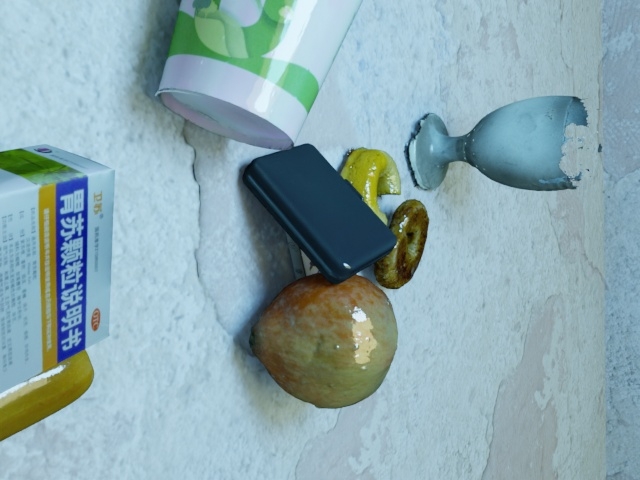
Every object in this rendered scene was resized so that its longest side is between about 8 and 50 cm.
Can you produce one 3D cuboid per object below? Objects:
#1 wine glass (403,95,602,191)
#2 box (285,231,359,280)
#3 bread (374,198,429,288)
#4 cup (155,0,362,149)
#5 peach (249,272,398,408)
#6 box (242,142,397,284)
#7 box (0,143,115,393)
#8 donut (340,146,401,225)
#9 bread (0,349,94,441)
[{"bbox_3d":[0.366,-0.189,1.329,0.190,0.357,0.191,-4,95,-54],"label":"wine glass"},{"bbox_3d":[0.000,0.000,1.125,0.129,0.033,0.247,-29,115,-39],"label":"box"},{"bbox_3d":[0.156,0.007,1.282,0.193,0.064,0.193,-46,145,-45],"label":"bread"},{"bbox_3d":[-0.081,-0.277,0.861,0.253,0.253,0.274,26,81,-50],"label":"cup"},{"bbox_3d":[0.001,0.154,1.010,0.232,0.232,0.233,-6,98,-52],"label":"peach"},{"bbox_3d":[0.000,-0.047,1.010,0.230,0.050,0.160,49,40,13],"label":"box"},{"bbox_3d":[-0.330,0.041,0.583,0.299,0.106,0.200,-31,135,-57],"label":"box"},{"bbox_3d":[0.090,-0.096,1.211,0.181,0.078,0.146,-56,135,-35],"label":"donut"},{"bbox_3d":[-0.347,0.171,0.674,0.239,0.074,0.093,-28,120,-47],"label":"bread"}]
